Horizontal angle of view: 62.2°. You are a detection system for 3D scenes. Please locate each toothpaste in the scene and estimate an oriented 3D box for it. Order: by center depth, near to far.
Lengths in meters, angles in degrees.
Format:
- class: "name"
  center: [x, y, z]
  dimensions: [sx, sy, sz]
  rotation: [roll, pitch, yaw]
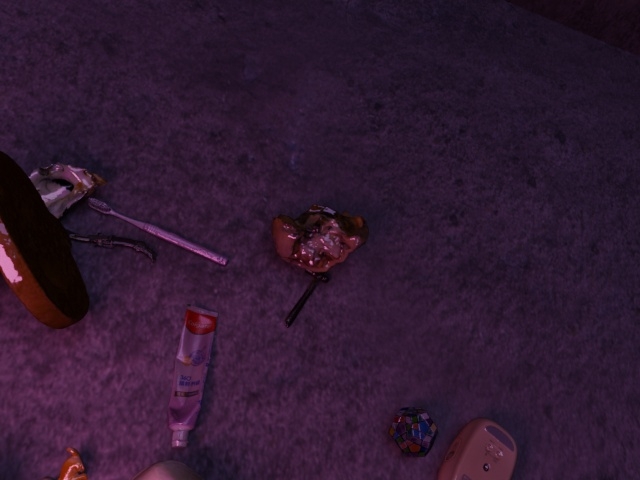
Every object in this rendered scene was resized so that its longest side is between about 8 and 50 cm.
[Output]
- class: "toothpaste"
  center: [-0.269, 0.276, 1.109]
  dimensions: [0.075, 0.048, 0.300]
  rotation: [9, 55, -10]

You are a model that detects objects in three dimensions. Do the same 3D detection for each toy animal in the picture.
- class: "toy animal"
  center: [-0.464, 0.421, 0.943]
  dimensions: [0.083, 0.060, 0.081]
  rotation: [-21, 109, -30]

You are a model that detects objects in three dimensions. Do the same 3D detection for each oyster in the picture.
- class: "oyster"
  center: [-0.611, -0.110, 1.208]
  dimensions: [0.133, 0.072, 0.209]
  rotation: [44, 75, 1]

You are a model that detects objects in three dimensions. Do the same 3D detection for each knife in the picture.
- class: "knife"
  center: [-0.482, 0.000, 1.211]
  dimensions: [0.222, 0.021, 0.045]
  rotation: [17, 59, -11]

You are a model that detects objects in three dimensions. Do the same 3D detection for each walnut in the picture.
- class: "walnut"
  center: [-0.005, -0.005, 1.315]
  dimensions: [0.238, 0.141, 0.204]
  rotation: [4, 22, -8]

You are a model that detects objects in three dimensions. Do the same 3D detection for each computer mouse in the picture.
- class: "computer mouse"
  center: [0.345, 0.507, 1.171]
  dimensions: [0.145, 0.082, 0.236]
  rotation: [38, 57, 4]

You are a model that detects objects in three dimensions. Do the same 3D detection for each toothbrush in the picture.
- class: "toothbrush"
  center: [-0.382, -0.021, 1.254]
  dimensions: [0.354, 0.029, 0.024]
  rotation: [25, 68, -5]

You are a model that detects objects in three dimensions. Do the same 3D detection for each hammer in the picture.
- class: "hammer"
  center: [-0.044, 0.139, 1.291]
  dimensions: [0.065, 0.021, 0.178]
  rotation: [33, 57, 2]

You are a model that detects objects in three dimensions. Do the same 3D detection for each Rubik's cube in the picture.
- class: "Rubik's cube"
  center: [0.204, 0.420, 1.165]
  dimensions: [0.093, 0.111, 0.111]
  rotation: [24, 51, 26]

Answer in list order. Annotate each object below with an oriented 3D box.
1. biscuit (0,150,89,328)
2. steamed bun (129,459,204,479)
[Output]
- class: "biscuit"
  center: [-0.563, -0.002, 1.024]
  dimensions: [0.063, 0.314, 0.367]
  rotation: [-26, 100, -9]
- class: "steamed bun"
  center: [-0.239, 0.500, 0.922]
  dimensions: [0.170, 0.152, 0.238]
  rotation: [-42, 77, 5]
